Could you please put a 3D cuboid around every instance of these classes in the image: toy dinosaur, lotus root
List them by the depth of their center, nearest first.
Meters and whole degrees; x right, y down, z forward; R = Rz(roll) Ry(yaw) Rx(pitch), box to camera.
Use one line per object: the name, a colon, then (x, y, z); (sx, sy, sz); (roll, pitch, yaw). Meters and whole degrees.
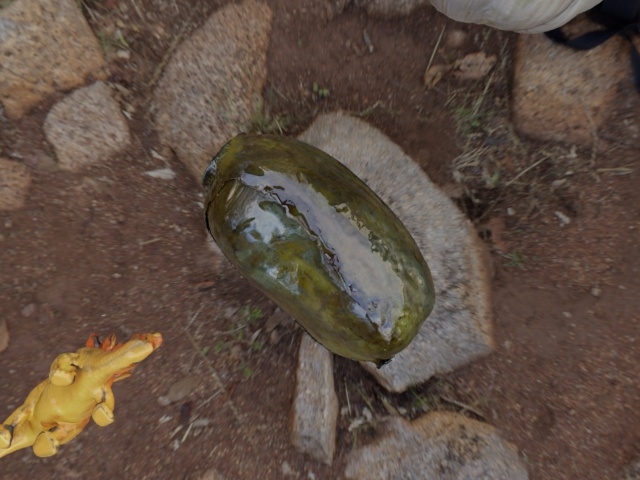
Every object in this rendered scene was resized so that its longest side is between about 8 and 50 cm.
toy dinosaur: (-0.232, 0.145, 0.800); (0.288, 0.117, 0.070); (-35, 94, 28)
lotus root: (0.000, 0.000, 0.915); (0.275, 0.160, 0.152); (43, 58, -5)

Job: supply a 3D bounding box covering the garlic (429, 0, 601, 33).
garlic: (0.166, -0.278, 0.808); (0.228, 0.152, 0.227); (6, 50, -7)
